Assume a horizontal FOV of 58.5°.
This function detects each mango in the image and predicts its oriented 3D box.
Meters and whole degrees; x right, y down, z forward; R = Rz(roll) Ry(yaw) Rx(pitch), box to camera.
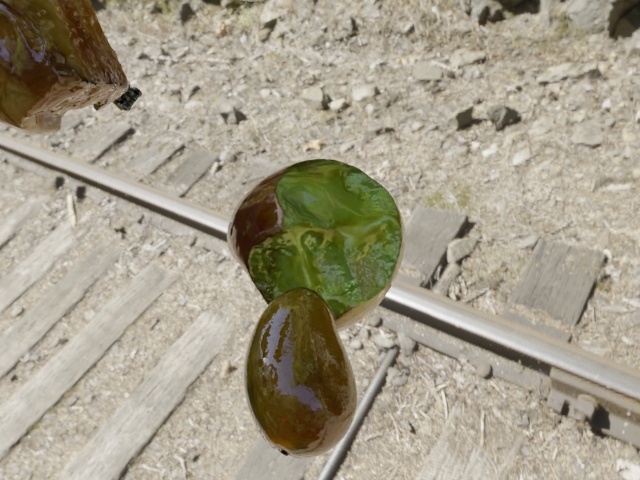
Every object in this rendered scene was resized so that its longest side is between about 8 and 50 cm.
[{"bbox_3d":[-0.024,0.133,0.573,0.111,0.089,0.163,-16,73,-21],"label":"mango"}]

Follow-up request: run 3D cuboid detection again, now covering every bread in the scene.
[{"bbox_3d":[-0.369,-0.286,0.633,0.149,0.344,0.195,-24,10,9],"label":"bread"}]

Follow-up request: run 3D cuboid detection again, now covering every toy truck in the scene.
[{"bbox_3d":[-0.394,-0.292,1.095,0.054,0.083,0.049,4,58,43],"label":"toy truck"}]

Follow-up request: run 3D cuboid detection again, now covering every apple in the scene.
[{"bbox_3d":[0.000,0.000,0.799,0.226,0.246,0.246,-40,45,-7],"label":"apple"}]
